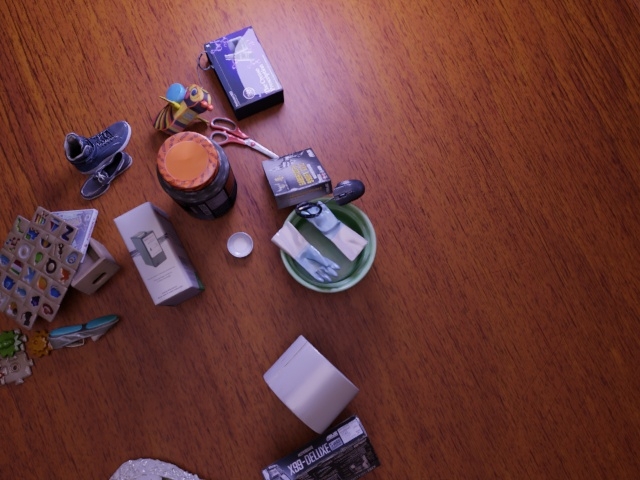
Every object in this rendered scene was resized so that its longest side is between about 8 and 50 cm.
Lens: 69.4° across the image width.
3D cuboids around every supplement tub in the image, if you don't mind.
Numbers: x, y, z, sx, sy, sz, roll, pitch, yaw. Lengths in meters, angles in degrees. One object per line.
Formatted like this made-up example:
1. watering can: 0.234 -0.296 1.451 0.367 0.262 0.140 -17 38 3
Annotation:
1. supplement tub: -0.371 -0.192 1.411 0.207 0.338 0.206 1 80 -4

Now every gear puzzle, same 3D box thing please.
1. gear puzzle: -0.988 0.371 1.424 0.339 0.044 0.175 -18 83 -7

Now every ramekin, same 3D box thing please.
1. ramekin: 0.020 0.021 1.500 0.304 0.148 0.303 1 81 -4

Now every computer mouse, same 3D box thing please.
1. computer mouse: 0.035 -0.127 1.411 0.242 0.041 0.071 -26 100 -19

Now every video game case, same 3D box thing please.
1. video game case: -0.814 -0.011 1.455 0.202 0.023 0.183 -3 64 14

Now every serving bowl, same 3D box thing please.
1. serving bowl: -0.266 0.016 1.542 0.084 0.027 0.083 1 81 -3

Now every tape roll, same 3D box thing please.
1. tape roll: -0.028 0.428 1.384 0.246 0.246 0.169 43 81 3

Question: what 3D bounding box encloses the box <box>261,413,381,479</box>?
1. box: 0.014 0.666 1.357 0.308 0.242 0.076 -29 44 -7

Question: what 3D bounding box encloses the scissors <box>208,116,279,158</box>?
1. scissors: -0.247 -0.351 1.605 0.297 0.021 0.108 15 79 0

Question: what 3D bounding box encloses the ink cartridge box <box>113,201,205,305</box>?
1. ink cartridge box: -0.490 0.049 1.430 0.122 0.211 0.289 -28 83 -6

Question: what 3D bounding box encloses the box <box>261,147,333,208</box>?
1. box: -0.081 -0.208 1.509 0.183 0.056 0.231 -16 40 -7

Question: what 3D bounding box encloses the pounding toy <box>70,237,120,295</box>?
1. pounding toy: -0.771 0.076 1.468 0.181 0.094 0.206 -45 61 -9

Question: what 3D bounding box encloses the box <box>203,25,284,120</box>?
1. box: -0.263 -0.577 1.602 0.185 0.103 0.261 -26 84 -5

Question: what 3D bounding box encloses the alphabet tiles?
1. alphabet tiles: -0.875 0.082 1.414 0.285 0.011 0.342 25 90 16

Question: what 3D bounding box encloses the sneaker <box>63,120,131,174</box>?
1. sneaker: -0.722 -0.323 1.497 0.086 0.163 0.226 39 79 4

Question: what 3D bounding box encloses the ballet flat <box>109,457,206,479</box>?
1. ballet flat: -0.432 0.750 1.361 0.409 0.147 0.146 14 80 -1

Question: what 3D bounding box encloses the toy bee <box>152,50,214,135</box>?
1. toy bee: -0.430 -0.449 1.502 0.195 0.298 0.162 -7 47 -44

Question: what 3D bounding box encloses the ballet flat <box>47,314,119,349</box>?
1. ballet flat: -0.735 0.290 1.452 0.213 0.072 0.068 -14 111 -11

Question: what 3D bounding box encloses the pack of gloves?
1. pack of gloves: 0.000 0.000 1.403 0.232 0.046 0.195 41 81 3

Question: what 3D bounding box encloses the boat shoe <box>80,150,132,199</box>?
1. boat shoe: -0.718 -0.221 1.528 0.075 0.065 0.206 44 81 3
